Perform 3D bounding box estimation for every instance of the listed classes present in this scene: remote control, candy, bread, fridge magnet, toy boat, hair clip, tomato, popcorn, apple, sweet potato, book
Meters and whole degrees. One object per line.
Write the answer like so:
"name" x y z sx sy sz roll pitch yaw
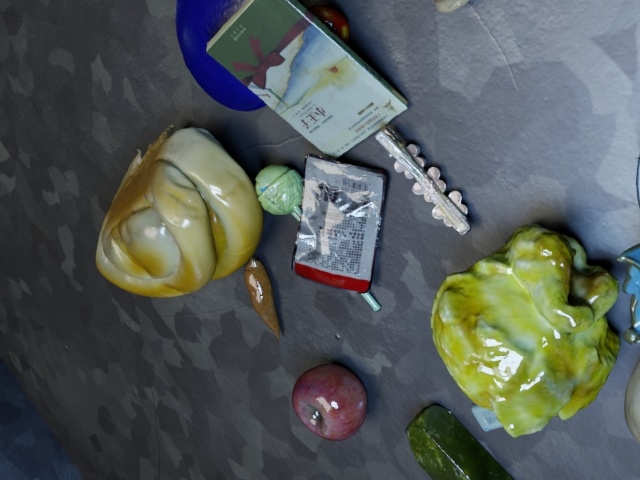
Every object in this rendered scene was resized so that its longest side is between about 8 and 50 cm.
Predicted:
"remote control" 0.307 0.287 1.333 0.124 0.018 0.053 -35 84 48
"candy" 0.000 0.000 1.454 0.093 0.092 0.335 -38 90 10
"bread" -0.303 -0.053 1.585 0.424 0.245 0.329 -21 94 53
"fridge magnet" -0.147 -0.355 1.370 0.265 0.112 0.266 23 127 35
"toy boat" 0.416 0.074 1.022 0.075 0.077 0.185 56 -178 37
"hair clip" 0.164 -0.096 1.251 0.214 0.056 0.062 48 121 3
"tomato" 0.001 -0.330 1.262 0.075 0.087 0.087 -107 8 -69
"popcorn" 0.298 0.119 1.115 0.225 0.276 0.277 -117 22 -62
"apple" 0.022 0.314 1.555 0.153 0.120 0.153 24 131 30
"sweet potato" -0.117 0.126 1.643 0.056 0.056 0.195 4 117 44
"book" -0.025 -0.262 1.263 0.289 0.026 0.201 38 141 -19

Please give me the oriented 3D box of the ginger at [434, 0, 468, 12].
"ginger" 0.154 -0.446 1.069 0.149 0.065 0.259 -38 77 35

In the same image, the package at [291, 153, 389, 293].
"package" 0.029 -0.025 1.387 0.154 0.030 0.239 15 114 15

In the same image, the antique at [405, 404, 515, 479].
"antique" 0.244 0.394 1.407 0.221 0.081 0.080 47 134 17

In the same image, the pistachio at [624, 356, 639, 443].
"pistachio" 0.472 0.208 1.064 0.124 0.124 0.185 21 108 36

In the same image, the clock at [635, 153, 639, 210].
"clock" 0.523 -0.060 0.900 0.325 0.067 0.325 23 126 36
